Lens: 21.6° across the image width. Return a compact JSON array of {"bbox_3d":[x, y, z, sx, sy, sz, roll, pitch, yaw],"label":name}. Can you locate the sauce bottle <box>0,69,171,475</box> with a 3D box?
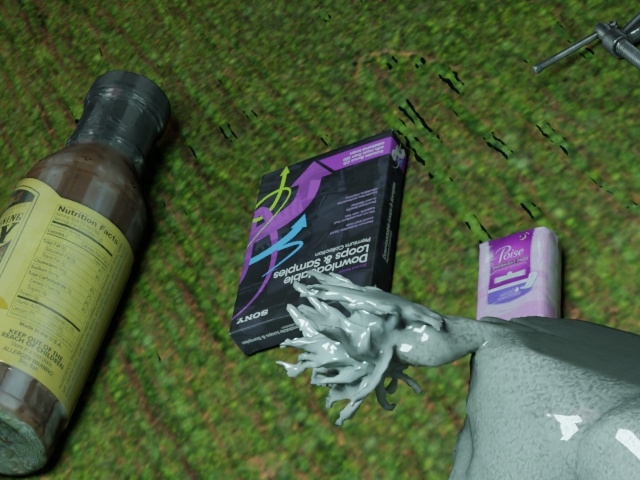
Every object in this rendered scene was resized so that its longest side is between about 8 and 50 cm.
[{"bbox_3d":[-0.199,0.013,1.284,0.111,0.111,0.344,-12,42,32],"label":"sauce bottle"}]

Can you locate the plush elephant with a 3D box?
[{"bbox_3d":[0.113,0.176,0.732,0.330,0.255,0.272,15,11,12],"label":"plush elephant"}]

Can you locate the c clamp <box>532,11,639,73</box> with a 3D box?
[{"bbox_3d":[0.238,-0.125,1.125,0.137,0.022,0.160,-37,34,-5],"label":"c clamp"}]

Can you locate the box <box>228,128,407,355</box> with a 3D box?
[{"bbox_3d":[0.000,0.000,1.188,0.116,0.029,0.162,-19,41,26],"label":"box"}]

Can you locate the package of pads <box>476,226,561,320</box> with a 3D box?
[{"bbox_3d":[0.124,0.033,1.040,0.050,0.032,0.083,-16,41,24],"label":"package of pads"}]
